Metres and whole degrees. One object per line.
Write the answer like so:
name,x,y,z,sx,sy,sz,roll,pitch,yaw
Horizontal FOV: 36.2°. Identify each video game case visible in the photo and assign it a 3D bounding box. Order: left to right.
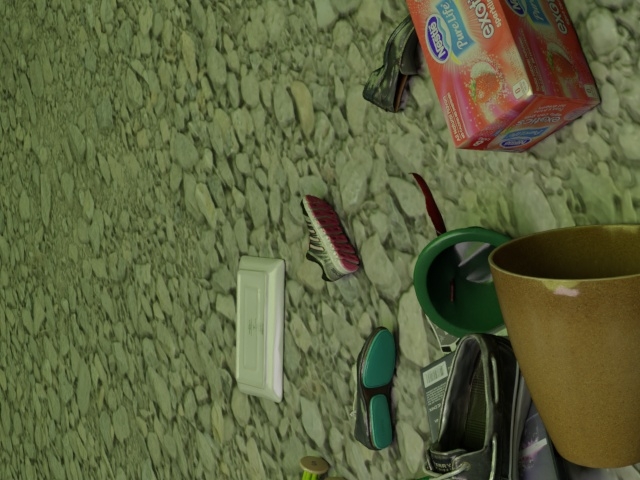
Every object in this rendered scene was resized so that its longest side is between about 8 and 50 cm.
video game case,0.227,0.261,1.307,0.196,0.026,0.274,-36,48,38

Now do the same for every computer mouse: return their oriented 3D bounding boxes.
computer mouse,0.208,0.141,1.445,0.106,0.042,0.193,-36,69,51

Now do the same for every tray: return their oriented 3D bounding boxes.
tray,-0.123,0.166,1.865,0.145,0.030,0.270,3,93,50

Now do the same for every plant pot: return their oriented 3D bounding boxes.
plant pot,0.329,0.131,1.167,0.237,0.237,0.254,10,111,51

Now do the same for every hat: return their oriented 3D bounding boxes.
hat,0.227,0.013,1.426,0.173,0.183,0.208,-11,114,17

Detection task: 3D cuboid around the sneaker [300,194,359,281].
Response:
sneaker,0.000,0.000,1.682,0.075,0.063,0.170,-46,61,34

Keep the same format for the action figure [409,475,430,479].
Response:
action figure,0.178,0.385,1.432,0.232,0.137,0.063,-14,117,47

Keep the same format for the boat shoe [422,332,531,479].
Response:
boat shoe,0.182,0.277,1.234,0.121,0.119,0.335,-9,67,51

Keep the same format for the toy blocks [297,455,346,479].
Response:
toy blocks,-0.006,0.469,1.703,0.123,0.054,0.148,31,115,46

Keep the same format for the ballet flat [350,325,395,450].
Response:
ballet flat,0.079,0.237,1.585,0.074,0.074,0.203,5,96,51

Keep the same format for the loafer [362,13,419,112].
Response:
loafer,0.130,-0.279,1.532,0.061,0.062,0.170,39,126,19

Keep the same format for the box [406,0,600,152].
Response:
box,0.233,-0.284,1.325,0.154,0.142,0.299,-34,64,47
